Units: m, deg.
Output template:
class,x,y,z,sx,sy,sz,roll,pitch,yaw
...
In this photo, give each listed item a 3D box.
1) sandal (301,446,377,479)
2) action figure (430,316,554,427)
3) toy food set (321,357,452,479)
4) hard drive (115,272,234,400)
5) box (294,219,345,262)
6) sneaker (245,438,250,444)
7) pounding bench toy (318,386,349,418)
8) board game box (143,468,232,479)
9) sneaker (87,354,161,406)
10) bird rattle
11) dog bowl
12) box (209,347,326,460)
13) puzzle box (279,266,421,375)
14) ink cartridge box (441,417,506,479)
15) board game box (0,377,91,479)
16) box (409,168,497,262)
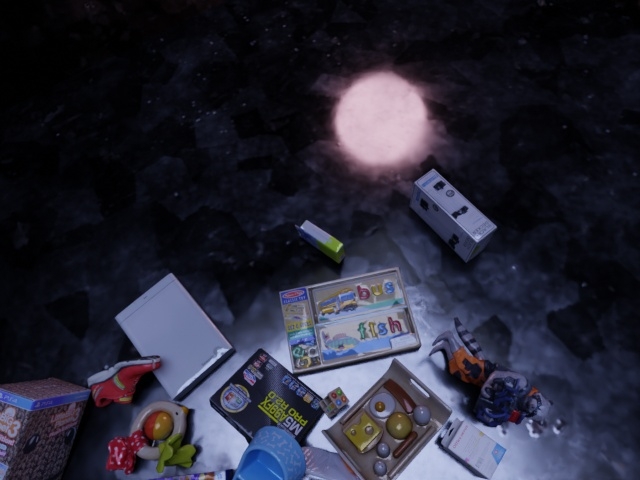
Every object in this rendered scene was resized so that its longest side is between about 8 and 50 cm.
class,x,y,z,sx,sy,sz,roll,pitch,yaw
sandal,0.048,0.640,1.196,0.265,0.076,0.102,17,27,1
action figure,0.462,0.354,1.168,0.330,0.341,0.178,36,66,23
toy food set,0.182,0.506,1.210,0.306,0.092,0.220,-38,56,-20
hard drive,-0.479,0.304,1.421,0.233,0.047,0.353,-41,68,-14
box,0.000,0.000,1.492,0.178,0.109,0.042,34,76,19
sneaker,-0.153,0.593,1.257,0.071,0.066,0.188,-31,65,-33
pounding bench toy,0.050,0.456,1.249,0.083,0.065,0.052,-11,54,-48
board game box,-0.351,0.812,1.149,0.233,0.078,0.347,-8,64,1
sneaker,-0.582,0.429,1.321,0.279,0.107,0.118,-28,73,21
bird rattle,-0.486,0.578,1.275,0.254,0.143,0.207,-3,52,17
dog bowl,-0.150,0.627,1.130,0.166,0.074,0.297,29,109,20
box,-0.150,0.477,1.268,0.270,0.060,0.216,34,52,19
puzzle box,0.089,0.252,1.396,0.409,0.052,0.272,-13,63,-1
ink cartridge box,0.412,0.567,1.197,0.143,0.090,0.092,34,71,20
board game box,-0.809,0.549,1.196,0.141,0.232,0.291,13,80,10
box,0.435,-0.082,1.463,0.087,0.169,0.290,-36,68,-12
